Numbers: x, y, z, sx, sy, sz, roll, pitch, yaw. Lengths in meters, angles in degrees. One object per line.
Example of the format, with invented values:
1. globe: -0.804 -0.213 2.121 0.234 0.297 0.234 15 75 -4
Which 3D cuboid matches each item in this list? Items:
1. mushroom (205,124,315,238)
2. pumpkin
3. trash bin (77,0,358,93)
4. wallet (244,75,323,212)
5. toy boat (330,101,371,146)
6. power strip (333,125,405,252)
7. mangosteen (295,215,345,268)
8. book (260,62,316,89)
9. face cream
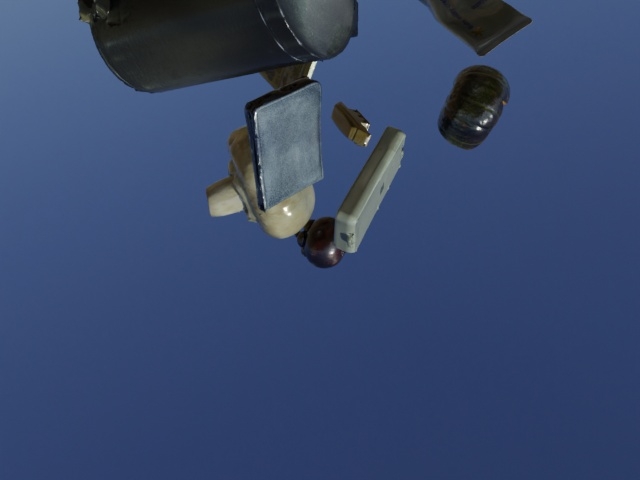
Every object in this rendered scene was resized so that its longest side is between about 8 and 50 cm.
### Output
1. mushroom: -0.144 -0.120 1.754 0.234 0.254 0.260 -26 -107 -5
2. pumpkin: 0.315 -0.285 1.595 0.119 0.108 0.184 23 -113 6
3. trash bin: -0.130 -0.313 1.053 0.301 0.203 0.252 -4 170 32
4. wallet: -0.060 -0.178 1.449 0.036 0.222 0.167 27 -134 35
5. toy boat: 0.090 -0.318 2.183 0.077 0.057 0.200 7 -150 -27
6. power strip: 0.068 -0.071 1.086 0.035 0.081 0.192 21 -121 14
7. mangosteen: 0.000 0.000 1.956 0.140 0.140 0.140 -11 -148 7
8. book: -0.076 -0.429 1.904 0.013 0.168 0.192 -3 -142 -37
9. face cream: 0.261 -0.411 1.412 0.114 0.070 0.224 -35 -129 -5
